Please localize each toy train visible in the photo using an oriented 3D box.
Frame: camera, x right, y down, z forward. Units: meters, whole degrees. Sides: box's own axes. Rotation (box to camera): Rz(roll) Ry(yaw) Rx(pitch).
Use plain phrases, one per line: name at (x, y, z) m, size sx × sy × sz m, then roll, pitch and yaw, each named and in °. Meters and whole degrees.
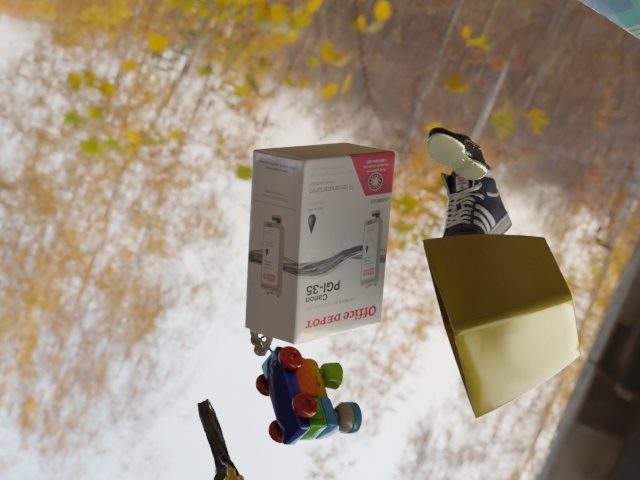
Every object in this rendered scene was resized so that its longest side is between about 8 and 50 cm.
toy train at (-0.027, 0.214, 1.928) m, size 0.143 × 0.105 × 0.248 m, roll 6°, pitch -130°, yaw -33°

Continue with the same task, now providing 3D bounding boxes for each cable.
cable at (-0.160, 0.420, 2.168) m, size 0.139 × 0.072 × 0.287 m, roll 57°, pitch -169°, yaw -43°

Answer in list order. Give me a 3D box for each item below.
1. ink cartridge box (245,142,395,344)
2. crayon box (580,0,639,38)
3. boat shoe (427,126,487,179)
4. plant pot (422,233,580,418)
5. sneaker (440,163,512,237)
ink cartridge box at (0.000, 0.000, 1.792) m, size 0.117 × 0.283 × 0.207 m, roll 15°, pitch -163°, yaw 42°
crayon box at (0.585, -0.405, 1.679) m, size 0.363 × 0.106 × 0.313 m, roll -20°, pitch -147°, yaw -9°
boat shoe at (0.191, -0.130, 1.665) m, size 0.133 × 0.049 × 0.042 m, roll 28°, pitch -136°, yaw -46°
plant pot at (0.286, 0.112, 1.808) m, size 0.187 × 0.212 × 0.212 m, roll -16°, pitch -139°, yaw 3°
sneaker at (0.265, -0.052, 2.161) m, size 0.099 × 0.153 × 0.282 m, roll -15°, pitch -168°, yaw 30°
